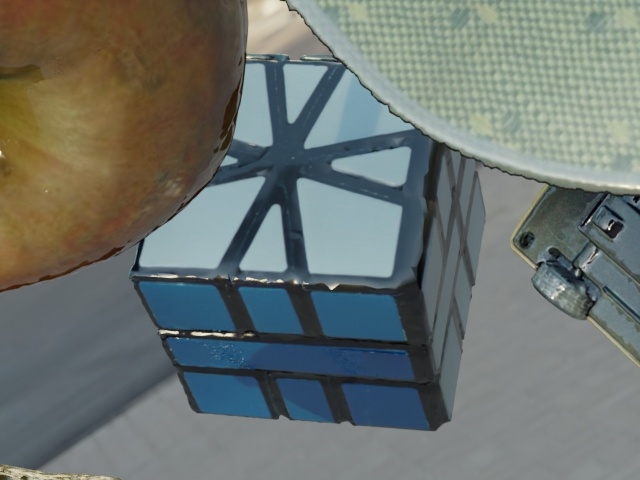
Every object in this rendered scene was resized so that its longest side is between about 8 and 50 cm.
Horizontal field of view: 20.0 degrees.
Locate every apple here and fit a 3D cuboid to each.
[{"bbox_3d":[-0.192,-0.122,0.820,0.301,0.301,0.301,-30,10,6],"label":"apple"}]

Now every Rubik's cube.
[{"bbox_3d":[0.000,0.000,1.814,0.288,0.283,0.293,1,59,14],"label":"Rubik's cube"}]

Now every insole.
[{"bbox_3d":[0.016,-0.119,0.630,0.109,0.322,0.007,-54,-21,8],"label":"insole"}]

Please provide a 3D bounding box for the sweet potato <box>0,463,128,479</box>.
[{"bbox_3d":[-0.188,0.234,1.286,0.158,0.370,0.158,-163,90,-77],"label":"sweet potato"}]

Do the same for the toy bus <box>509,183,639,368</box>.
[{"bbox_3d":[0.349,0.056,1.551,0.177,0.202,0.365,-53,50,12],"label":"toy bus"}]
